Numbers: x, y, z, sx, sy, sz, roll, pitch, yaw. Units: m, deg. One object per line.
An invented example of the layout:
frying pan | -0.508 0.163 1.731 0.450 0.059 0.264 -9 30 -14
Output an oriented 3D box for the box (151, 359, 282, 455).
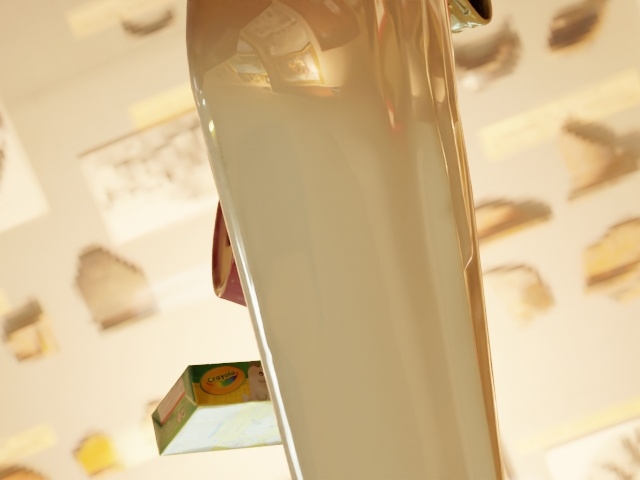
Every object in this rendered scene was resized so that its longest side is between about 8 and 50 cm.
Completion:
box | -0.038 0.133 1.543 0.179 0.043 0.105 0 152 -26

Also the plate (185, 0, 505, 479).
plate | 0.015 -0.037 0.508 0.045 0.278 0.277 -7 -135 7

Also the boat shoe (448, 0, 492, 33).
boat shoe | 0.068 -0.222 1.211 0.072 0.190 0.068 8 -138 48

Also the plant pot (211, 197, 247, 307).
plant pot | 0.000 0.000 1.714 0.180 0.201 0.201 7 -170 -13
